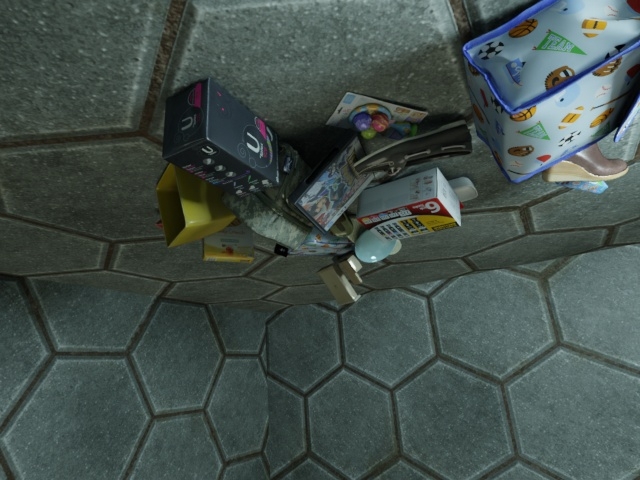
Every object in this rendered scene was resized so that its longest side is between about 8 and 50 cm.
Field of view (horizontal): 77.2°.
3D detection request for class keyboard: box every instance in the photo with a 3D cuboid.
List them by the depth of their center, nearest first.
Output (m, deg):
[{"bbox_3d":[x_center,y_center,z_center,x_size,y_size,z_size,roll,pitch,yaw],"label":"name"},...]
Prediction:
[{"bbox_3d":[-0.178,0.037,2.027,0.100,0.038,0.192,22,158,-5],"label":"keyboard"}]

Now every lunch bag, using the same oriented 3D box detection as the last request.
[{"bbox_3d":[0.533,-0.332,0.827,0.385,0.239,0.328,-28,154,14],"label":"lunch bag"},{"bbox_3d":[-0.116,-0.137,1.239,0.256,0.212,0.305,-53,151,3],"label":"lunch bag"},{"bbox_3d":[0.000,0.000,1.825,0.303,0.115,0.243,6,160,-32],"label":"lunch bag"}]

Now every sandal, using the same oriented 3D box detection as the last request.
[{"bbox_3d":[0.045,-0.084,1.582,0.120,0.086,0.303,-17,143,28],"label":"sandal"}]

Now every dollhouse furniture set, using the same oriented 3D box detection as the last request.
[{"bbox_3d":[0.191,0.129,1.927,0.303,0.198,0.286,-38,-174,-36],"label":"dollhouse furniture set"}]

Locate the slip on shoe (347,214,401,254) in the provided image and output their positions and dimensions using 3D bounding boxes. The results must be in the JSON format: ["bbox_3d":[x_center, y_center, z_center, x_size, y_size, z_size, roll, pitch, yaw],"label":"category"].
[{"bbox_3d":[0.222,-0.031,1.798,0.331,0.101,0.123,21,116,-32],"label":"slip on shoe"}]

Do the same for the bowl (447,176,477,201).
[{"bbox_3d":[0.503,-0.186,1.493,0.142,0.053,0.142,-15,158,27],"label":"bowl"}]

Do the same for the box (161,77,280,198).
[{"bbox_3d":[-0.233,-0.237,0.994,0.143,0.165,0.270,-14,159,26],"label":"box"}]

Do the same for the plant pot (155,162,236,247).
[{"bbox_3d":[-0.389,-0.116,1.281,0.187,0.212,0.212,-7,166,-38],"label":"plant pot"}]

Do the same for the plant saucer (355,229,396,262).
[{"bbox_3d":[0.235,0.008,1.743,0.195,0.037,0.195,-10,126,-14],"label":"plant saucer"}]

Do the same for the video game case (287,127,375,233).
[{"bbox_3d":[0.044,-0.156,1.157,0.248,0.035,0.275,-48,157,0],"label":"video game case"}]

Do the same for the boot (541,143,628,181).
[{"bbox_3d":[0.738,-0.270,1.103,0.248,0.207,0.090,-4,-159,-1],"label":"boot"}]

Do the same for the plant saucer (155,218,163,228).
[{"bbox_3d":[-0.470,-0.059,1.593,0.259,0.047,0.258,-5,166,9],"label":"plant saucer"}]

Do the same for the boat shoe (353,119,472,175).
[{"bbox_3d":[0.260,-0.231,1.096,0.335,0.095,0.112,-21,179,-3],"label":"boat shoe"}]

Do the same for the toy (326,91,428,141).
[{"bbox_3d":[0.150,-0.305,1.059,0.237,0.056,0.137,3,159,-22],"label":"toy"}]

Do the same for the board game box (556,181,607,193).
[{"bbox_3d":[0.788,-0.230,1.267,0.211,0.160,0.039,4,144,-25],"label":"board game box"}]

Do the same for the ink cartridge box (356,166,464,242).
[{"bbox_3d":[0.335,-0.101,1.463,0.309,0.130,0.272,-14,145,36],"label":"ink cartridge box"}]

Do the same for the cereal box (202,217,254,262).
[{"bbox_3d":[-0.328,-0.042,1.420,0.173,0.240,0.047,3,155,-25],"label":"cereal box"}]
